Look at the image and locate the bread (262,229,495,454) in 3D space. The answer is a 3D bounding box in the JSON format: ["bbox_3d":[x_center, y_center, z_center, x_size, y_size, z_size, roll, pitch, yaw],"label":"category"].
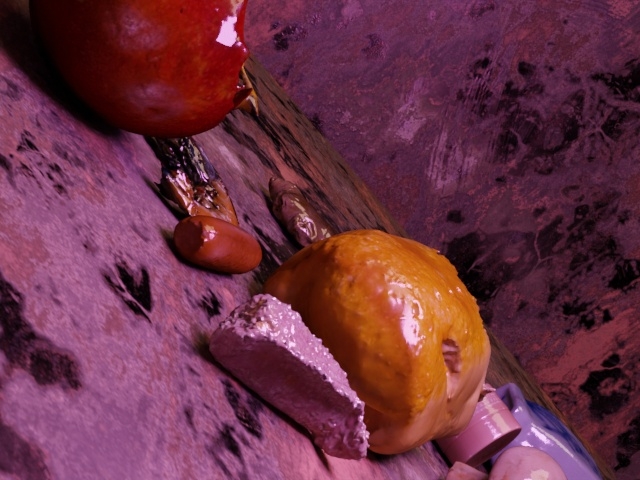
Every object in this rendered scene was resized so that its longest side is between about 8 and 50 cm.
[{"bbox_3d":[0.110,0.140,1.547,0.361,0.250,0.394,54,12,17],"label":"bread"}]

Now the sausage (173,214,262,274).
[{"bbox_3d":[-0.142,0.008,1.413,0.076,0.076,0.197,55,10,19],"label":"sausage"}]

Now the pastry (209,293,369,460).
[{"bbox_3d":[-0.032,0.168,1.254,0.265,0.103,0.112,53,26,-28],"label":"pastry"}]

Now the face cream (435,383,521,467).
[{"bbox_3d":[0.288,0.353,1.851,0.104,0.149,0.149,55,11,24],"label":"face cream"}]

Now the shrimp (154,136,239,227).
[{"bbox_3d":[-0.217,-0.114,1.540,0.290,0.054,0.222,61,12,8],"label":"shrimp"}]

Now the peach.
[{"bbox_3d":[-0.259,-0.332,1.427,0.335,0.310,0.406,98,-20,-50],"label":"peach"}]

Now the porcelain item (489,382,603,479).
[{"bbox_3d":[0.493,0.507,2.123,0.405,0.178,0.242,47,12,-10],"label":"porcelain item"}]

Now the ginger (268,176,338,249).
[{"bbox_3d":[-0.001,-0.002,2.020,0.333,0.080,0.166,49,22,3],"label":"ginger"}]

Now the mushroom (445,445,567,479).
[{"bbox_3d":[0.303,0.435,1.644,0.215,0.207,0.207,16,-11,33],"label":"mushroom"}]
